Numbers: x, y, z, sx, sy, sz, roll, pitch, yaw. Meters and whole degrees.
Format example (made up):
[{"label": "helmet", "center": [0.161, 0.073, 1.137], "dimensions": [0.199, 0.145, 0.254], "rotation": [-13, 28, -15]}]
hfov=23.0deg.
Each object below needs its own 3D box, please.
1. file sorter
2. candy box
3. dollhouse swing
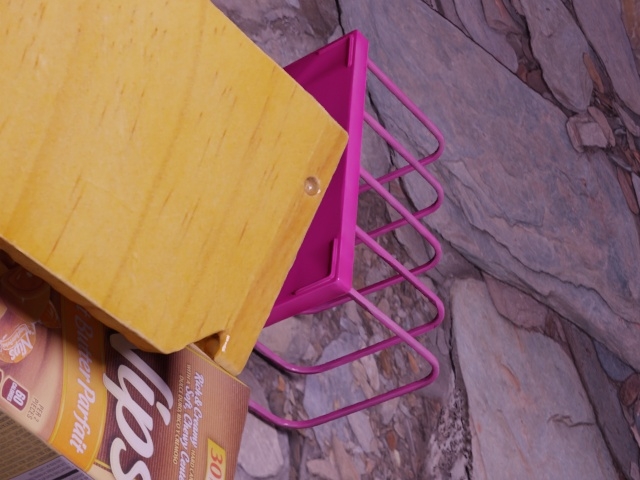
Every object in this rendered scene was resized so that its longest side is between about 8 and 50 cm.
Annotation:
[{"label": "file sorter", "center": [0.000, 0.000, 1.448], "dimensions": [0.182, 0.202, 0.291], "rotation": [40, 40, -36]}, {"label": "candy box", "center": [-0.196, 0.107, 1.196], "dimensions": [0.316, 0.087, 0.183], "rotation": [43, 37, -29]}, {"label": "dollhouse swing", "center": [-0.216, -0.105, 1.228], "dimensions": [0.347, 0.305, 0.315], "rotation": [40, 64, -35]}]
